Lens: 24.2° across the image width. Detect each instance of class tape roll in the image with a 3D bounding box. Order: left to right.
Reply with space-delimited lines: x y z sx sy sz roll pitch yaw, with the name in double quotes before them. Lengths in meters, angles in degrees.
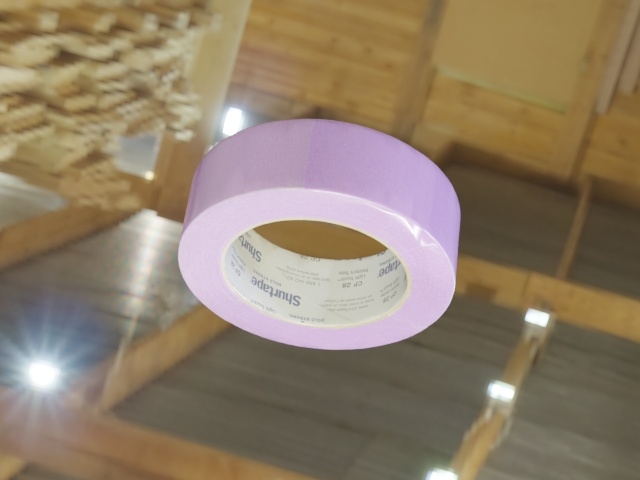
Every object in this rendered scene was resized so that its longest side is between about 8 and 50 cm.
"tape roll" 0.000 0.000 1.490 0.275 0.275 0.090 15 -125 -8
